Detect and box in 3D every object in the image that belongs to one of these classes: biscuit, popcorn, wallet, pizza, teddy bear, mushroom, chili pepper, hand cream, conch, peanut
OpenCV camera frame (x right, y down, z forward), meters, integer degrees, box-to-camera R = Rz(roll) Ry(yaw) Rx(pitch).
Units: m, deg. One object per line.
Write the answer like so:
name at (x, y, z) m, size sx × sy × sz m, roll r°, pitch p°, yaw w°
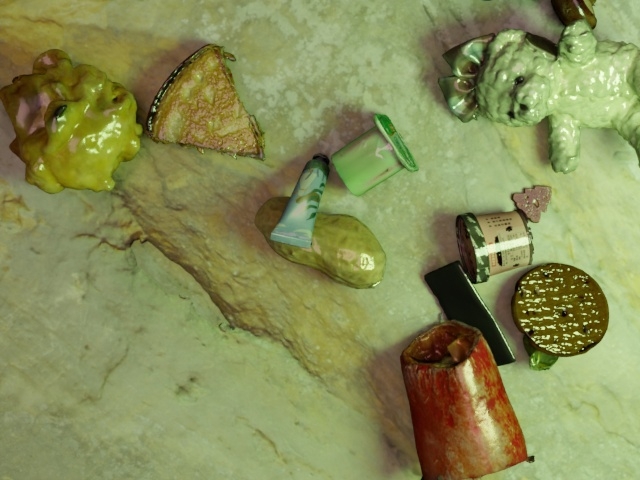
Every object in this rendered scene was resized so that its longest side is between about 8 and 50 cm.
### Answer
biscuit at (0.462, -0.086, 1.593) m, size 0.092 × 0.016 × 0.082 m, roll -44°, pitch 81°, yaw 7°
popcorn at (-0.555, -0.249, 1.616) m, size 0.315 × 0.281 × 0.297 m, roll 29°, pitch 78°, yaw -8°
biscuit at (0.506, 0.144, 1.555) m, size 0.212 × 0.036 × 0.212 m, roll 2°, pitch 70°, yaw -5°
wallet at (0.321, 0.163, 1.581) m, size 0.025 × 0.124 × 0.244 m, roll -28°, pitch 88°, yaw -33°
pizza at (-0.234, -0.311, 1.654) m, size 0.287 × 0.074 × 0.251 m, roll 15°, pitch 93°, yaw 1°
teddy bear at (0.467, -0.269, 1.444) m, size 0.362 × 0.375 × 0.327 m, roll -9°, pitch 132°, yaw -11°
mushroom at (0.526, -0.489, 1.516) m, size 0.087 × 0.127 × 0.127 m, roll -33°, pitch 88°, yaw 25°
chili pepper at (0.275, 0.341, 1.522) m, size 0.229 × 0.251 × 0.305 m, roll -20°, pitch 92°, yaw -6°
hand cream at (-0.029, -0.085, 1.570) m, size 0.088 × 0.055 × 0.256 m, roll 14°, pitch 52°, yaw 7°
conch at (0.477, 0.226, 1.574) m, size 0.089 × 0.074 × 0.121 m, roll 16°, pitch 56°, yaw 7°
peanut at (0.000, 0.000, 1.607) m, size 0.313 × 0.149 × 0.149 m, roll 20°, pitch 95°, yaw 11°

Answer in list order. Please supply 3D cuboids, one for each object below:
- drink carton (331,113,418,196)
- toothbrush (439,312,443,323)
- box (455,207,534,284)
drink carton at (0.112, -0.173, 1.583) m, size 0.142 × 0.146 × 0.144 m, roll -33°, pitch 87°, yaw 17°
toothbrush at (0.262, 0.209, 1.639) m, size 0.006 × 0.008 × 0.097 m, roll 11°, pitch 95°, yaw 21°
box at (0.369, 0.006, 1.548) m, size 0.135 × 0.151 × 0.151 m, roll -12°, pitch 91°, yaw 1°
